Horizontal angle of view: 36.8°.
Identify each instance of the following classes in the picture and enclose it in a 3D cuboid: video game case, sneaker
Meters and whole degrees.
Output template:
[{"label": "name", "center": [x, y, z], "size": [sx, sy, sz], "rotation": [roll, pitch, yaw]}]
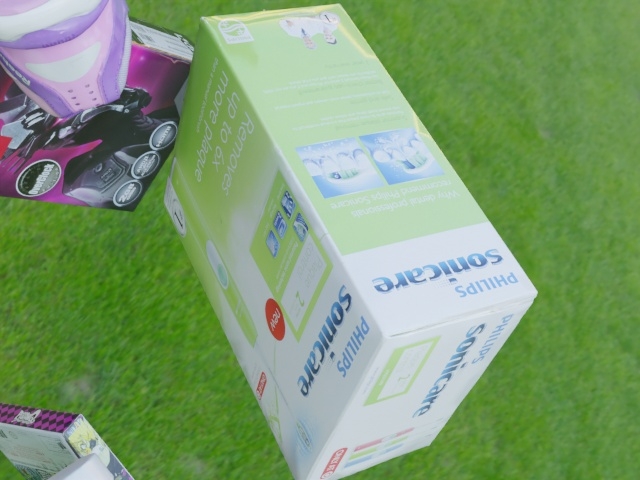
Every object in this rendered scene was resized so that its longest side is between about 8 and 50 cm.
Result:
[{"label": "video game case", "center": [-0.326, 0.305, 1.264], "size": [0.042, 0.232, 0.210], "rotation": [-49, 118, -35]}, {"label": "sneaker", "center": [-0.157, -0.152, 0.538], "size": [0.104, 0.095, 0.236], "rotation": [70, -3, -47]}]

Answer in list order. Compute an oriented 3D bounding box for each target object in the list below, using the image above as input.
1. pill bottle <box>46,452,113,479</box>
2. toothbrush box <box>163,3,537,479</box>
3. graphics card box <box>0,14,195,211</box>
[{"label": "pill bottle", "center": [-0.222, 0.396, 1.075], "size": [0.301, 0.169, 0.169], "rotation": [57, 43, -3]}, {"label": "toothbrush box", "center": [0.000, 0.000, 0.700], "size": [0.122, 0.206, 0.283], "rotation": [-14, 58, -28]}, {"label": "graphics card box", "center": [-0.309, -0.159, 1.089], "size": [0.094, 0.232, 0.371], "rotation": [45, 20, 27]}]
